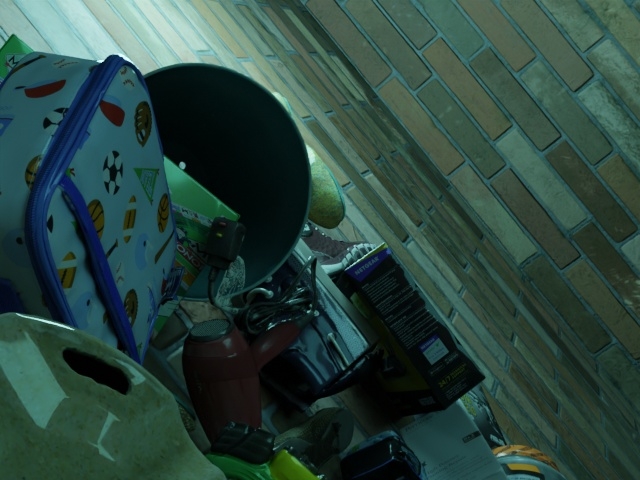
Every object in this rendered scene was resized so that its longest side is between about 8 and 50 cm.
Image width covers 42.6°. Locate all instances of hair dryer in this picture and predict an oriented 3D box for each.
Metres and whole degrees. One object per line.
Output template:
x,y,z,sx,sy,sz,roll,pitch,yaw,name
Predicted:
-0.068,0.134,0.958,0.223,0.080,0.294,30,68,-47,hair dryer

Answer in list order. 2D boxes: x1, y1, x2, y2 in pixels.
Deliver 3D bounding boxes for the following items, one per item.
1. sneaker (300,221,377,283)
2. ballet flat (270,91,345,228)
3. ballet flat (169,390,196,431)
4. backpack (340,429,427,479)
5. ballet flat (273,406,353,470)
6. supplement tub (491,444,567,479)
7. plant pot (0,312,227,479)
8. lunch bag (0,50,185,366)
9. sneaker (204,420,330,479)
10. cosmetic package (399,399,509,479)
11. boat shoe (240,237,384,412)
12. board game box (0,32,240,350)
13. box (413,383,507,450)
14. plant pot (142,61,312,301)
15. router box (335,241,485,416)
0.000,0.000,1.504,0.162,0.106,0.281,51,22,10,sneaker
-0.072,-0.160,1.634,0.123,0.123,0.349,18,39,-54,ballet flat
-0.224,0.158,0.868,0.206,0.073,0.067,41,48,-15,ballet flat
0.094,0.329,1.147,0.114,0.105,0.084,53,15,-26,backpack
-0.030,0.274,1.067,0.250,0.058,0.084,-19,106,-62,ballet flat
0.300,0.459,1.218,0.193,0.193,0.316,47,21,-10,supplement tub
-0.219,0.209,0.440,0.334,0.305,0.334,41,23,-22,plant pot
-0.211,0.007,0.725,0.303,0.114,0.243,86,10,-48,lunch bag
0.001,0.315,0.728,0.343,0.134,0.146,44,66,-17,sneaker
0.206,0.340,1.237,0.085,0.117,0.231,60,1,-17,cosmetic package
-0.070,0.091,1.191,0.340,0.127,0.158,44,42,15,boat shoe
-0.269,-0.036,0.897,0.317,0.214,0.046,40,-17,-24,board game box
0.247,0.307,1.552,0.231,0.056,0.183,34,27,-37,box
-0.184,-0.071,1.081,0.290,0.290,0.195,42,-17,-21,plant pot
0.118,0.154,1.301,0.243,0.081,0.309,54,-13,9,router box
